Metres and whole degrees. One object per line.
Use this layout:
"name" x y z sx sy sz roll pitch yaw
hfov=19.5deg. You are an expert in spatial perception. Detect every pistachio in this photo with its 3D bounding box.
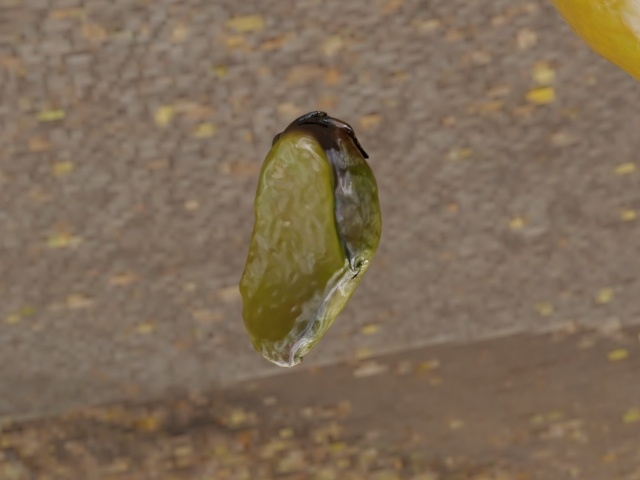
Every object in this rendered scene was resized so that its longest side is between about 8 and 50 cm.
"pistachio" 0.000 0.000 1.236 0.089 0.173 0.049 19 -165 30

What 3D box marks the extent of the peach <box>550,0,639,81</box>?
"peach" 0.262 -0.260 1.176 0.289 0.373 0.372 -18 166 -23
